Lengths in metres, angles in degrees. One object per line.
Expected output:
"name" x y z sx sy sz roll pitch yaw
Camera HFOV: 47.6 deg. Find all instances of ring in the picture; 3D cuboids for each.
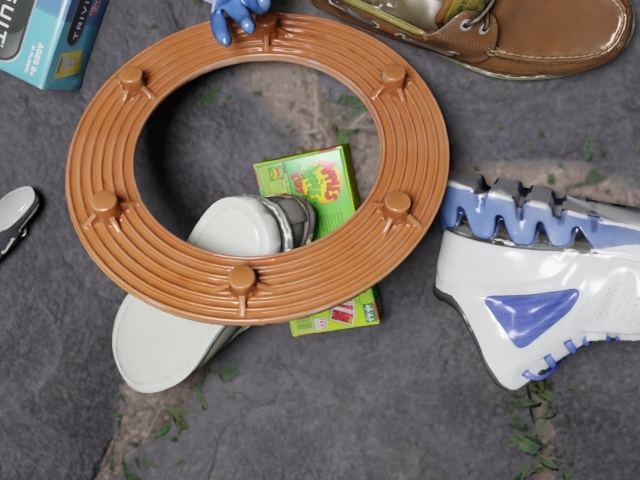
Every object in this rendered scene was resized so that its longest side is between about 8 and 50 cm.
"ring" -0.056 -0.085 0.631 0.336 0.032 0.337 -1 59 1

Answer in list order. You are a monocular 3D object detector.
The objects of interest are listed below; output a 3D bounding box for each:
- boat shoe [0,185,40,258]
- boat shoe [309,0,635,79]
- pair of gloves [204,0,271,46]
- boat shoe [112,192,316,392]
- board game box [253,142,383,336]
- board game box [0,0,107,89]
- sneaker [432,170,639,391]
"boat shoe" -0.353 -0.011 0.812 0.125 0.038 0.046 -42 49 10
"boat shoe" 0.125 -0.208 0.643 0.307 0.104 0.111 11 103 9
"pair of gloves" -0.054 -0.274 0.652 0.023 0.159 0.198 20 107 -39
"boat shoe" -0.114 0.059 0.735 0.305 0.091 0.109 -44 75 37
"board game box" 0.000 0.000 0.742 0.092 0.043 0.181 -10 99 13
"board game box" -0.365 -0.338 0.726 0.336 0.079 0.254 26 105 5
"sneaker" 0.241 0.057 0.669 0.315 0.127 0.182 17 110 19
